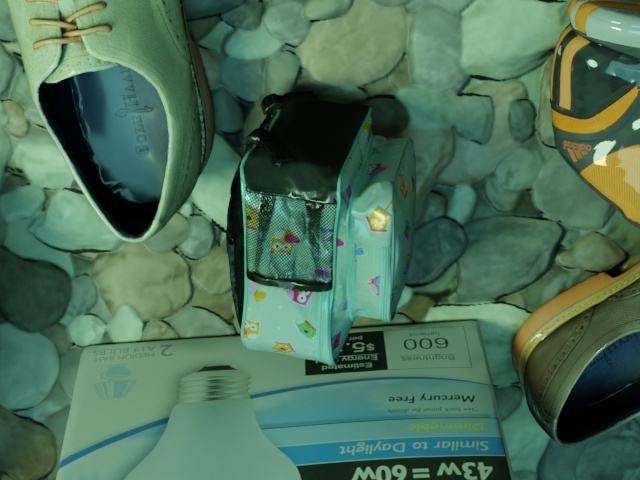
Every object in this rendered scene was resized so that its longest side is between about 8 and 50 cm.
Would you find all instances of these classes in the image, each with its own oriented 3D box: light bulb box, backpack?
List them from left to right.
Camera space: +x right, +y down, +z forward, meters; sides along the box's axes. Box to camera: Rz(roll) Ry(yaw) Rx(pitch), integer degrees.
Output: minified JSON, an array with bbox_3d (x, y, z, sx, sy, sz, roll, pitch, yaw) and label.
[{"bbox_3d":[-0.025,0.258,1.253,0.358,0.361,0.225,-4,118,0],"label":"light bulb box"},{"bbox_3d":[0.000,0.000,1.227,0.144,0.166,0.188,13,120,2],"label":"backpack"}]

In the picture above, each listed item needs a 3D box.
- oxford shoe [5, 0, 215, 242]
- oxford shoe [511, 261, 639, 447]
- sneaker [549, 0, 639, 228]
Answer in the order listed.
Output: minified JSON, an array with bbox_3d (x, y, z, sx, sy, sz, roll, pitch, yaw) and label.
[{"bbox_3d":[-0.163,-0.185,1.133,0.140,0.146,0.397,-15,116,9],"label":"oxford shoe"},{"bbox_3d":[0.325,0.050,1.284,0.363,0.133,0.130,-39,112,16],"label":"oxford shoe"},{"bbox_3d":[0.334,-0.091,1.228,0.321,0.124,0.180,10,120,5],"label":"sneaker"}]
